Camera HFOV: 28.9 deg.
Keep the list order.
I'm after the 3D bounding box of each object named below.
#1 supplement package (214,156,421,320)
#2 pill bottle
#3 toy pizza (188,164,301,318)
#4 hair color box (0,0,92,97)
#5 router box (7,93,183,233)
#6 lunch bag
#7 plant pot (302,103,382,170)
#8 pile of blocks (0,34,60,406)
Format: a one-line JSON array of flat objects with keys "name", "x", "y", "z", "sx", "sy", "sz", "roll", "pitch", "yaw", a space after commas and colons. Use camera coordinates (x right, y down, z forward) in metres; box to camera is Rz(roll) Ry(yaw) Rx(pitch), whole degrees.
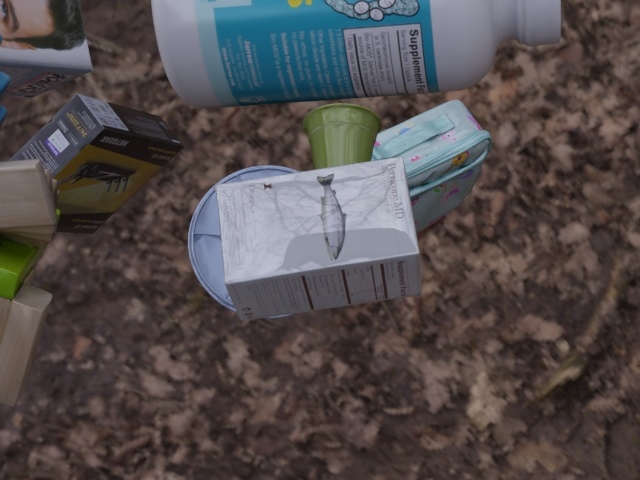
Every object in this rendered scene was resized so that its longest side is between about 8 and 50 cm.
[{"name": "supplement package", "x": 0.000, "y": 0.000, "z": 1.170, "sx": 0.179, "sy": 0.105, "sz": 0.105, "roll": -9, "pitch": 65, "yaw": 2}, {"name": "pill bottle", "x": 0.027, "y": -0.170, "z": 0.843, "sx": 0.264, "sy": 0.146, "sz": 0.146, "roll": -3, "pitch": 64, "yaw": 8}, {"name": "toy pizza", "x": -0.066, "y": 0.002, "z": 1.568, "sx": 0.201, "sy": 0.032, "sz": 0.201, "roll": 1, "pitch": 73, "yaw": -2}, {"name": "hair color box", "x": -0.418, "y": -0.254, "z": 1.246, "sx": 0.113, "sy": 0.374, "sz": 0.185, "roll": -16, "pitch": 83, "yaw": 36}, {"name": "router box", "x": -0.397, "y": -0.120, "z": 2.091, "sx": 0.243, "sy": 0.309, "sz": 0.081, "roll": -42, "pitch": 77, "yaw": 13}, {"name": "lunch bag", "x": 0.112, "y": -0.083, "z": 1.822, "sx": 0.279, "sy": 0.224, "sz": 0.108, "roll": -28, "pitch": 71, "yaw": -24}, {"name": "plant pot", "x": 0.023, "y": -0.087, "z": 1.285, "sx": 0.083, "sy": 0.083, "sz": 0.079, "roll": -12, "pitch": 62, "yaw": 22}, {"name": "pile of blocks", "x": -0.225, "y": -0.077, "z": 0.754, "sx": 0.148, "sy": 0.362, "sz": 0.113, "roll": -1, "pitch": 30, "yaw": 9}]
